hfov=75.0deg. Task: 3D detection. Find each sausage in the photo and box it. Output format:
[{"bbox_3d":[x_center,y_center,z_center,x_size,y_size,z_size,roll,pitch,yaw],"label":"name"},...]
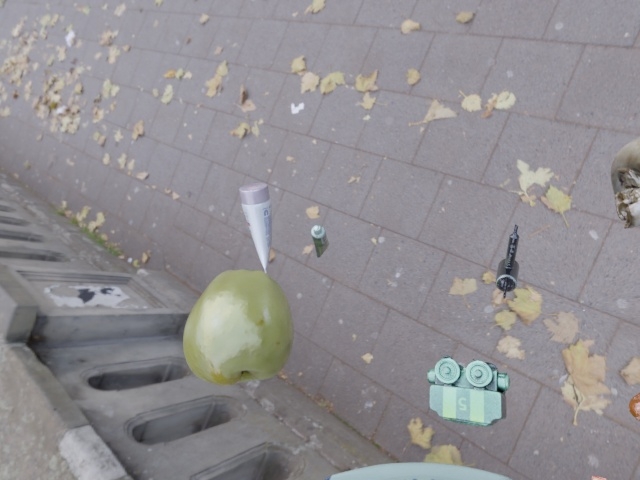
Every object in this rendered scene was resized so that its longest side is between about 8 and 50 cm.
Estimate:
[{"bbox_3d":[0.914,0.450,1.119,0.089,0.179,0.089,-174,90,-73],"label":"sausage"}]

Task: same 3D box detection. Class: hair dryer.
[{"bbox_3d":[0.703,0.065,1.547,0.078,0.195,0.248,8,116,24],"label":"hair dryer"}]

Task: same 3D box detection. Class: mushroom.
[{"bbox_3d":[0.646,-0.093,0.779,0.178,0.226,0.226,-28,66,0],"label":"mushroom"}]

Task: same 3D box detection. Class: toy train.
[{"bbox_3d":[0.550,0.566,1.568,0.299,0.167,0.238,-6,67,31],"label":"toy train"}]

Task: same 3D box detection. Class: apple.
[{"bbox_3d":[-0.132,0.150,0.703,0.200,0.200,0.199,-6,79,31],"label":"apple"}]

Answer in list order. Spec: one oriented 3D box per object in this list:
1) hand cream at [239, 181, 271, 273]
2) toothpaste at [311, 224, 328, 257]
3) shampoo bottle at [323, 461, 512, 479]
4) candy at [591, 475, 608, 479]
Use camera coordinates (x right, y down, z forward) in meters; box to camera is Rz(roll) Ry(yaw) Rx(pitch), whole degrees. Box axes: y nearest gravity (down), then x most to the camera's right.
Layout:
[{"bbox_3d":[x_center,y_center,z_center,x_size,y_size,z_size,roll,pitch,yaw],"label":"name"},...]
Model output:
[{"bbox_3d":[-0.174,-0.042,1.217,0.083,0.133,0.247,-5,112,4],"label":"hand cream"},{"bbox_3d":[0.000,0.000,0.995,0.031,0.204,0.049,35,79,13],"label":"toothpaste"},{"bbox_3d":[0.116,0.407,0.620,0.360,0.078,0.134,1,49,-5],"label":"shampoo bottle"},{"bbox_3d":[0.746,0.700,1.107,0.038,0.062,0.121,-10,50,45],"label":"candy"}]
